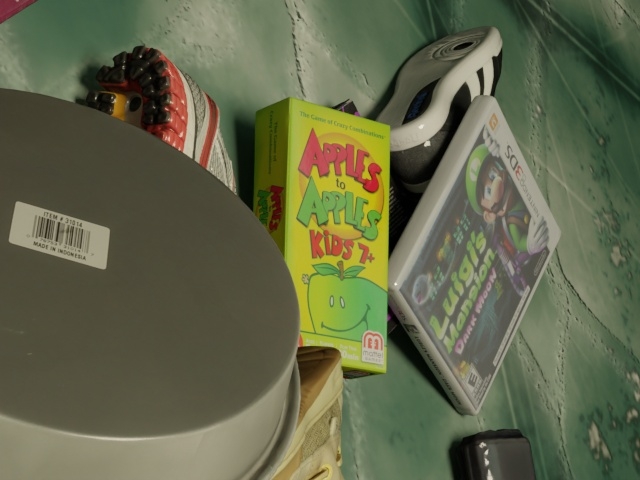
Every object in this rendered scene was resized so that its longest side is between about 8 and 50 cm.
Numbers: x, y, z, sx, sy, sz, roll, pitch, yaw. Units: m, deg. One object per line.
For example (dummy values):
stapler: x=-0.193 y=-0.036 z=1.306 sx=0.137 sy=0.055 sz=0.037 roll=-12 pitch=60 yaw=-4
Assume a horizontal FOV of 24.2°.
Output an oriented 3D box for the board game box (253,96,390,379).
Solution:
board game box: x=0.000 y=0.000 z=1.040 sx=0.092 sy=0.043 sz=0.181 roll=12 pitch=72 yaw=-36

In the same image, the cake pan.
cake pan: x=-0.136 y=0.020 z=0.744 sx=0.293 sy=0.054 sz=0.293 roll=19 pitch=34 yaw=-14

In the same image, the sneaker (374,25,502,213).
sneaker: x=0.111 y=-0.087 z=1.247 sx=0.217 sy=0.079 sz=0.121 roll=-53 pitch=127 yaw=-50

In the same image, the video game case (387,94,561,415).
video game case: x=0.123 y=0.013 z=1.170 sx=0.190 sy=0.022 sz=0.173 roll=-60 pitch=138 yaw=-27

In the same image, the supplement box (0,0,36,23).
supplement box: x=-0.226 y=-0.153 z=0.823 sx=0.104 sy=0.081 sz=0.188 roll=62 pitch=37 yaw=-16

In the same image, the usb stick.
usb stick: x=0.154 y=0.281 z=1.138 sx=0.077 sy=0.045 sz=0.278 roll=11 pitch=66 yaw=-51

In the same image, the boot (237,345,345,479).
boot: x=-0.037 y=0.191 z=0.844 sx=0.262 sy=0.095 sz=0.203 roll=-43 pitch=126 yaw=-68

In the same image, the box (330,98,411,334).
box: x=0.025 y=-0.015 z=1.129 sx=0.116 sy=0.029 sz=0.162 roll=-40 pitch=107 yaw=-53

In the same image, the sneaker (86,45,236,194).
sneaker: x=-0.086 y=-0.007 z=0.934 sx=0.093 sy=0.088 sz=0.225 roll=24 pitch=59 yaw=-54
